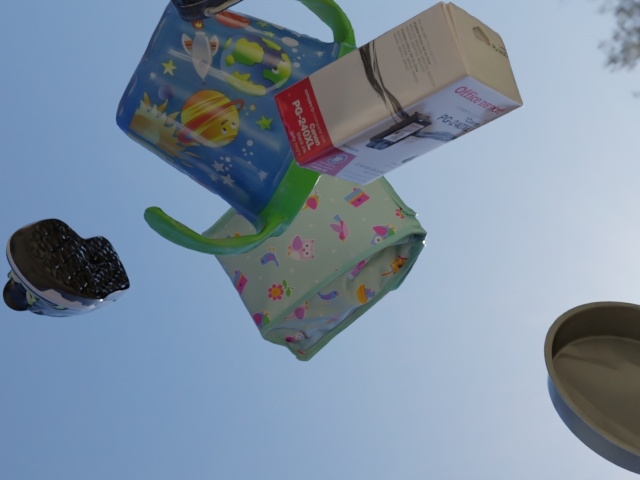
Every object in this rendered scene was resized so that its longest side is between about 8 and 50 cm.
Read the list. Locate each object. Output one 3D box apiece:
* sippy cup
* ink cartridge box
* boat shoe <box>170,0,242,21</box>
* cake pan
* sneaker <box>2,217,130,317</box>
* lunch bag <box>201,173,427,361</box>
[{"bbox_3d":[-0.097,-0.153,1.454,0.224,0.240,0.305,25,-146,-9],"label":"sippy cup"},{"bbox_3d":[0.060,-0.105,0.977,0.109,0.150,0.063,12,-124,-59],"label":"ink cartridge box"},{"bbox_3d":[-0.010,-0.302,1.249,0.113,0.306,0.105,51,169,49],"label":"boat shoe"},{"bbox_3d":[0.417,0.194,1.672,0.293,0.054,0.293,10,-143,-8],"label":"cake pan"},{"bbox_3d":[-0.246,0.043,1.194,0.084,0.097,0.234,65,-175,10],"label":"sneaker"},{"bbox_3d":[0.000,0.000,1.841,0.223,0.262,0.160,55,-170,34],"label":"lunch bag"}]
